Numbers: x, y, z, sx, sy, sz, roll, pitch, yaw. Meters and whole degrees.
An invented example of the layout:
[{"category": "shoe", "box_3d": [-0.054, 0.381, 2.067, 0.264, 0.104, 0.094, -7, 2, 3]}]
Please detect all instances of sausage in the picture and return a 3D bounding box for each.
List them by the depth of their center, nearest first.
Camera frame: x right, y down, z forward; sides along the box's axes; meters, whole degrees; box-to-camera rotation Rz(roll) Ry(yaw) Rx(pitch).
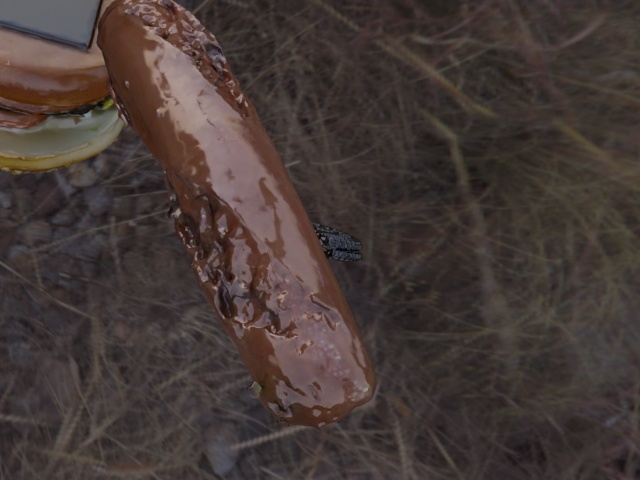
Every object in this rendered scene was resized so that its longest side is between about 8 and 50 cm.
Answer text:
[{"category": "sausage", "box_3d": [-0.061, -0.037, 0.694, 0.079, 0.087, 0.326, -19, 66, -21]}]

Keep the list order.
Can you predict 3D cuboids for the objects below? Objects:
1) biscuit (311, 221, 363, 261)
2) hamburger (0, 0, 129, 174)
[{"category": "biscuit", "box_3d": [0.000, 0.000, 1.119, 0.087, 0.089, 0.027, 15, 96, 0]}, {"category": "hamburger", "box_3d": [-0.333, -0.220, 1.299, 0.291, 0.225, 0.291, 9, 56, -13]}]
